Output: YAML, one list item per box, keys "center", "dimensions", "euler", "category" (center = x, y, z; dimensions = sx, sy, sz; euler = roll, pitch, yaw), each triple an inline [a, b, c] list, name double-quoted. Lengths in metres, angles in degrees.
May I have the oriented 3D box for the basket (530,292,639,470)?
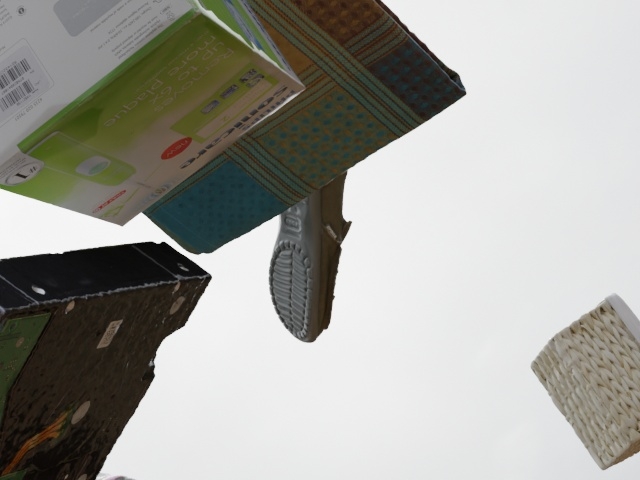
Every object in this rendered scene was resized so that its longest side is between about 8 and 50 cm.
- center: [0.329, 0.164, 2.005]
  dimensions: [0.103, 0.167, 0.113]
  euler: [-27, -18, -22]
  category: "basket"

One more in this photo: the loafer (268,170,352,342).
- center: [0.000, 0.000, 2.049]
  dimensions: [0.087, 0.094, 0.251]
  euler: [-11, -65, -35]
  category: "loafer"

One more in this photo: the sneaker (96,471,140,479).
- center: [-0.220, 0.292, 1.688]
  dimensions: [0.111, 0.252, 0.103]
  euler: [-2, -63, 7]
  category: "sneaker"

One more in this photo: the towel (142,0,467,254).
- center: [-0.076, -0.142, 1.785]
  dimensions: [0.370, 0.040, 0.271]
  euler: [-31, -55, 28]
  category: "towel"

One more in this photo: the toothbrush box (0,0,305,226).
- center: [-0.158, -0.130, 1.388]
  dimensions: [0.206, 0.122, 0.283]
  euler: [-36, -13, 8]
  category: "toothbrush box"

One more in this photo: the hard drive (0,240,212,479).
- center: [-0.221, 0.117, 1.290]
  dimensions: [0.237, 0.064, 0.339]
  euler: [-60, -15, 14]
  category: "hard drive"
